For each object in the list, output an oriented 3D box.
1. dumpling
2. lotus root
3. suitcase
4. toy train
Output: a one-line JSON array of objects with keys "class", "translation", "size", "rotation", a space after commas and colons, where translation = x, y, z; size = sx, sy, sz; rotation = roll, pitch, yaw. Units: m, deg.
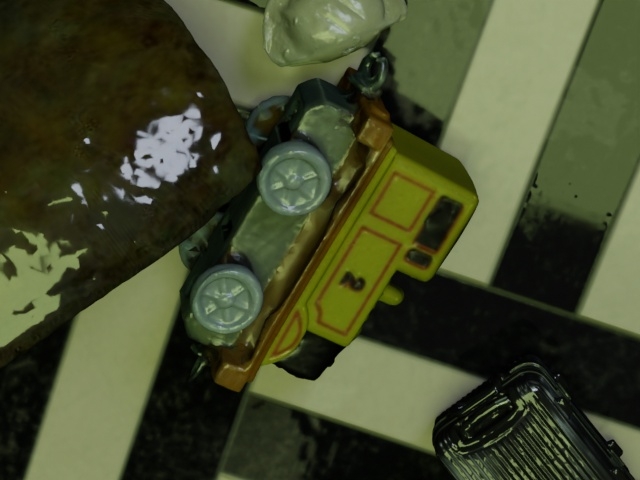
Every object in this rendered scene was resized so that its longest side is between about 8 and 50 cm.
[{"class": "dumpling", "translation": [0.003, -0.128, 1.037], "size": [0.077, 0.043, 0.059], "rotation": [-22, 84, 13]}, {"class": "lotus root", "translation": [-0.202, -0.027, 1.018], "size": [0.314, 0.210, 0.142], "rotation": [-34, 116, -1]}, {"class": "suitcase", "translation": [0.128, 0.134, 1.111], "size": [0.086, 0.059, 0.126], "rotation": [-37, 101, 13]}, {"class": "toy train", "translation": [0.000, 0.000, 1.057], "size": [0.127, 0.089, 0.219], "rotation": [26, 107, -17]}]
